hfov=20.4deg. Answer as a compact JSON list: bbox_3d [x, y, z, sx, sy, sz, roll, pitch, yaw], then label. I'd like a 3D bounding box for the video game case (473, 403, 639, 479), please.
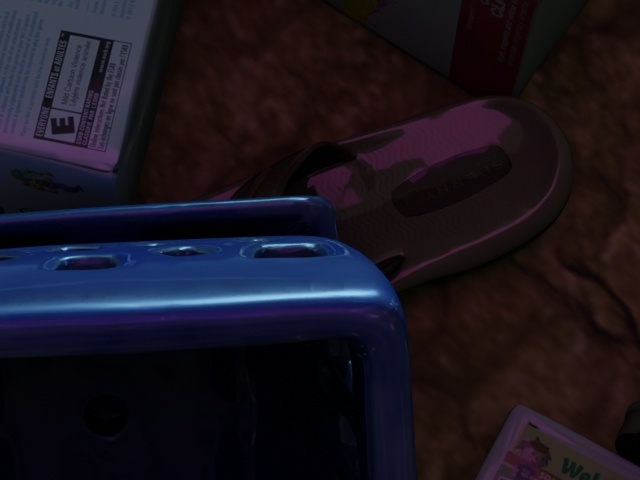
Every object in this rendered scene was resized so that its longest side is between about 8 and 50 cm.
[{"bbox_3d":[0.141,0.207,0.827,0.212,0.023,0.193,28,71,10],"label":"video game case"}]

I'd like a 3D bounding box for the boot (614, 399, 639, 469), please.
[{"bbox_3d":[0.258,0.043,0.875,0.189,0.076,0.208,27,64,9],"label":"boot"}]

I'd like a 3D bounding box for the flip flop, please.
[{"bbox_3d":[0.000,0.000,0.870,0.277,0.080,0.112,-24,71,-8],"label":"flip flop"}]

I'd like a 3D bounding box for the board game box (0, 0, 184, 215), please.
[{"bbox_3d":[-0.221,-0.142,0.877,0.303,0.097,0.224,12,70,1],"label":"board game box"}]

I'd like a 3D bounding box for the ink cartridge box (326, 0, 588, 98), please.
[{"bbox_3d":[0.063,-0.182,0.920,0.176,0.127,0.128,32,72,11],"label":"ink cartridge box"}]

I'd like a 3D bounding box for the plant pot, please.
[{"bbox_3d":[-0.085,0.102,0.731,0.236,0.212,0.236,-4,108,-3],"label":"plant pot"}]
